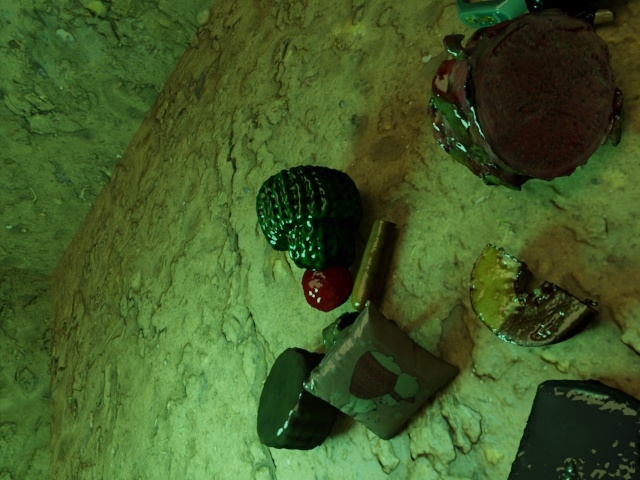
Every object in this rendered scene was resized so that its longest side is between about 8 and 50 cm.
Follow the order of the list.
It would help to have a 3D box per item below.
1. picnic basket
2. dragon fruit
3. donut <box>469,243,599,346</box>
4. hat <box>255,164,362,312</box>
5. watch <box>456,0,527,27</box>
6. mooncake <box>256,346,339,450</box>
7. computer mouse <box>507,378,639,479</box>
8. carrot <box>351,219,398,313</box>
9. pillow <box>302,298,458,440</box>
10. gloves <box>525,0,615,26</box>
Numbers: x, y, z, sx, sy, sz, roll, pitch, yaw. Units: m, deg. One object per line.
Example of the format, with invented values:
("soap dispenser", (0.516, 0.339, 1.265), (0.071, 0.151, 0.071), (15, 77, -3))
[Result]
("picnic basket", (0.088, 0.216, 1.027), (0.178, 0.128, 0.138), (-41, 47, 40))
("dragon fruit", (0.341, -0.266, 0.896), (0.296, 0.314, 0.263), (-35, 14, -3))
("donut", (0.353, 0.107, 0.828), (0.141, 0.085, 0.217), (-56, 41, 13))
("hat", (0.000, 0.000, 1.139), (0.242, 0.274, 0.333), (-29, 70, 48))
("watch", (0.419, -0.588, 1.100), (0.237, 0.068, 0.195), (29, 92, 53))
("mooncake", (-0.048, 0.361, 1.096), (0.228, 0.124, 0.228), (-50, 28, 39))
("computer mouse", (0.375, 0.350, 0.696), (0.168, 0.087, 0.295), (4, 63, 45))
("carrot", (0.122, 0.064, 1.112), (0.067, 0.067, 0.225), (7, 76, 48))
("pillow", (0.114, 0.261, 0.930), (0.223, 0.236, 0.084), (-49, 11, 13))
("gloves", (0.511, -0.489, 0.922), (0.203, 0.124, 0.165), (-2, 92, 53))
